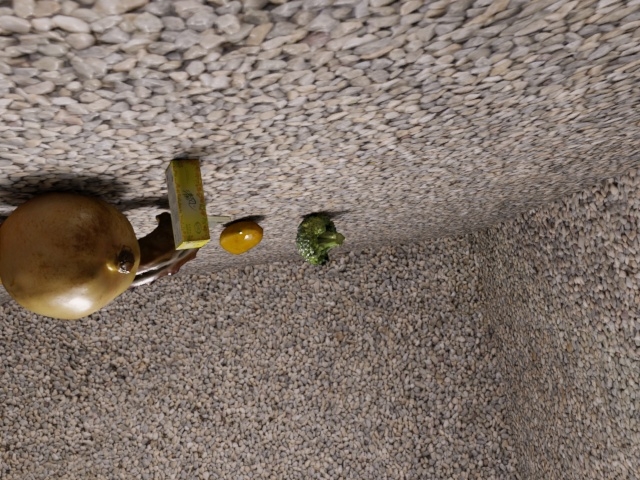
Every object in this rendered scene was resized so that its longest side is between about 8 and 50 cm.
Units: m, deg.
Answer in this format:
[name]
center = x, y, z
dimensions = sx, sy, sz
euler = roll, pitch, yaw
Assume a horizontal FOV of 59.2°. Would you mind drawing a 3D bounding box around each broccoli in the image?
[broccoli]
center = -0.002, 0.000, 2.118
dimensions = 0.226, 0.198, 0.176
euler = 4, 180, -36

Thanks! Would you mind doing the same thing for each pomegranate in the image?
[pomegranate]
center = -0.560, 0.033, 1.278
dimensions = 0.319, 0.319, 0.319
euler = -9, 173, -1

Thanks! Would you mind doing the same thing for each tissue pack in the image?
[tissue pack]
center = -0.283, -0.075, 1.198
dimensions = 0.062, 0.176, 0.095
euler = -8, 173, -25

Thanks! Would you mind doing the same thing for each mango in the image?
[mango]
center = -0.279, -0.013, 1.998
dimensions = 0.147, 0.109, 0.227
euler = -2, 169, -22

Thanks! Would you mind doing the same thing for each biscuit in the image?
[biscuit]
center = -0.493, 0.024, 1.545
dimensions = 0.366, 0.115, 0.268
euler = -11, -144, 10

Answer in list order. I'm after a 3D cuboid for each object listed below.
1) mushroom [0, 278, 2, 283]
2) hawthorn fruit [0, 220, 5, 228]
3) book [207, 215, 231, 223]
[mushroom]
center = -0.794, 0.047, 1.720
dimensions = 0.407, 0.138, 0.154
euler = -4, -177, -19
[hawthorn fruit]
center = -0.763, 0.006, 1.430
dimensions = 0.137, 0.133, 0.133
euler = 0, 174, 7
[book]
center = -0.412, -0.053, 1.879
dimensions = 0.198, 0.016, 0.138
euler = -15, 171, 40
